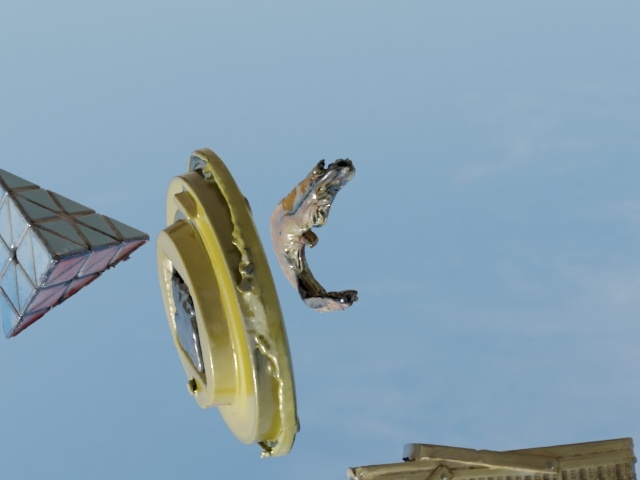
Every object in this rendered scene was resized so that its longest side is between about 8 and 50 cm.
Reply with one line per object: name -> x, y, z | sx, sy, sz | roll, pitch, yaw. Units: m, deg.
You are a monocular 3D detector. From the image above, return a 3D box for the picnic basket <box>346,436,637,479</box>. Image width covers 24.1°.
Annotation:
picnic basket -> 0.174, 0.298, 1.602 | 0.313, 0.175, 0.228 | -6, 171, 1

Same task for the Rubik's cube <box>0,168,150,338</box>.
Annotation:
Rubik's cube -> -0.360, 0.001, 1.782 | 0.190, 0.178, 0.211 | -43, 168, 17

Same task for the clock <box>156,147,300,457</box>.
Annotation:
clock -> -0.078, 0.050, 1.087 | 0.057, 0.237, 0.237 | -14, -157, -16

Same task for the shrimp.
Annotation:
shrimp -> 0.000, 0.000, 1.657 | 0.046, 0.219, 0.152 | -13, -113, -29
